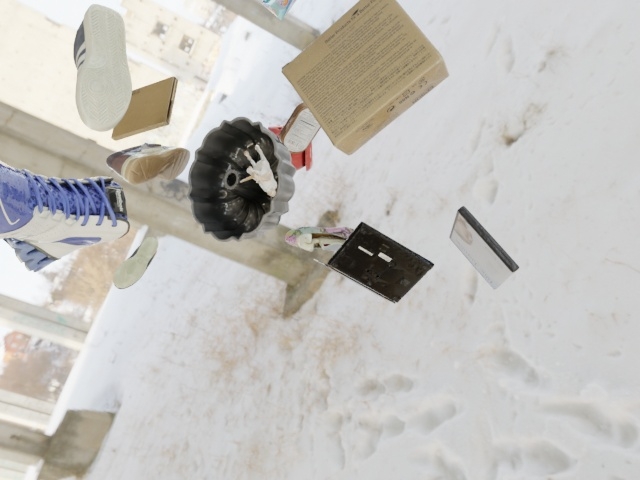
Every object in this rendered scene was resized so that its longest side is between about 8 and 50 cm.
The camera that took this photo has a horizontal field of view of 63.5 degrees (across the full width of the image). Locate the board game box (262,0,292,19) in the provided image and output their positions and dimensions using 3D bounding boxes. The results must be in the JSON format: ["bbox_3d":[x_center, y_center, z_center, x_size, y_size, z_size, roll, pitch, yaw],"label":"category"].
[{"bbox_3d":[-0.015,-0.437,0.786,0.160,0.047,0.210,-53,15,1],"label":"board game box"}]

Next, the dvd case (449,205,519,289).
[{"bbox_3d":[0.379,0.024,1.229,0.022,0.180,0.253,-38,-17,-1],"label":"dvd case"}]

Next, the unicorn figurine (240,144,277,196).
[{"bbox_3d":[-0.127,-0.145,1.106,0.060,0.162,0.111,-35,61,8],"label":"unicorn figurine"}]

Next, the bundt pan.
[{"bbox_3d":[-0.196,-0.152,1.377,0.331,0.124,0.330,-4,83,34],"label":"bundt pan"}]

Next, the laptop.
[{"bbox_3d":[0.138,0.061,1.441,0.264,0.235,0.136,-52,16,32],"label":"laptop"}]

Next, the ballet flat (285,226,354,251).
[{"bbox_3d":[0.000,0.000,1.570,0.079,0.222,0.076,-87,-6,-52],"label":"ballet flat"}]

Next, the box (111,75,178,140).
[{"bbox_3d":[-0.504,-0.376,1.481,0.202,0.021,0.164,-9,63,22],"label":"box"}]

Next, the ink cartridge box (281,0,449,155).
[{"bbox_3d":[0.078,-0.303,0.934,0.235,0.193,0.088,-37,-17,17],"label":"ink cartridge box"}]

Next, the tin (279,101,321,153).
[{"bbox_3d":[-0.061,-0.372,1.717,0.189,0.106,0.040,-54,41,26],"label":"tin"}]

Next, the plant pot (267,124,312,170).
[{"bbox_3d":[-0.118,-0.358,2.022,0.191,0.174,0.190,177,90,-90],"label":"plant pot"}]

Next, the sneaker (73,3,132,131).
[{"bbox_3d":[-0.568,-0.418,1.325,0.148,0.131,0.349,-24,62,46],"label":"sneaker"}]

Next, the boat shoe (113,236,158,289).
[{"bbox_3d":[-0.386,0.051,1.080,0.043,0.049,0.137,-38,21,48],"label":"boat shoe"}]

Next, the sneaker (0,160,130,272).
[{"bbox_3d":[-0.393,-0.057,0.773,0.315,0.183,0.127,122,127,-72],"label":"sneaker"}]

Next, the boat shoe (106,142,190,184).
[{"bbox_3d":[-0.440,-0.211,1.350,0.102,0.093,0.285,-63,-8,21],"label":"boat shoe"}]
